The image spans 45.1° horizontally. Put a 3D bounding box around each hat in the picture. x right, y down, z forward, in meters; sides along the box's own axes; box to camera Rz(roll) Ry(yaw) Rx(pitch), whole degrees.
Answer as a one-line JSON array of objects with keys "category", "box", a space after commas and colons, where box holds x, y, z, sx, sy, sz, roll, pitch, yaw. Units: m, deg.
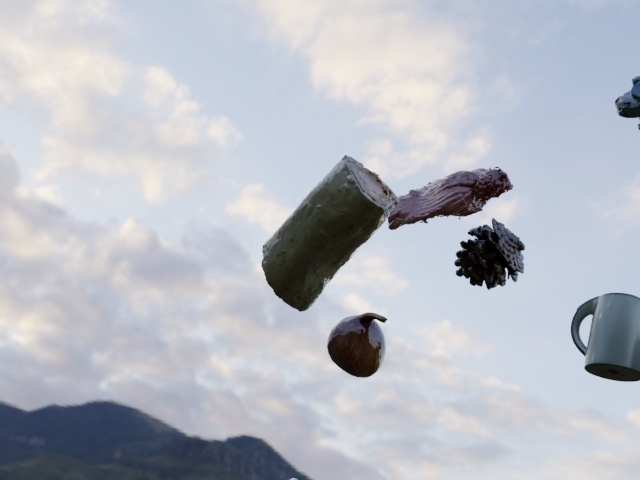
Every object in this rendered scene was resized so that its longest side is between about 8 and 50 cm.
[{"category": "hat", "box": [0.308, -0.098, 1.732, 0.286, 0.237, 0.107, -13, -66, 46]}]

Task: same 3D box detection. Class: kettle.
[{"category": "kettle", "box": [0.841, 0.273, 2.250, 0.221, 0.236, 0.161, -1, -25, 38]}]

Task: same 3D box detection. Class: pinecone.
[{"category": "pinecone", "box": [0.386, 0.039, 1.762, 0.174, 0.173, 0.173, 8, -30, 5]}]

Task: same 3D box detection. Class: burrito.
[{"category": "burrito", "box": [0.003, 0.001, 1.318, 0.143, 0.105, 0.299, 21, -54, -30]}]

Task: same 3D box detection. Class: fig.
[{"category": "fig", "box": [0.111, 0.264, 2.130, 0.175, 0.175, 0.207, 11, -69, -1]}]

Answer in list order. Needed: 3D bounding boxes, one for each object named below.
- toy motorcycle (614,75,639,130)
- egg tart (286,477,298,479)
[{"category": "toy motorcycle", "box": [0.654, -0.265, 1.328, 0.260, 0.206, 0.154, -26, -68, -6]}, {"category": "egg tart", "box": [-0.039, 0.682, 1.716, 0.115, 0.290, 0.290, -4, -32, 12]}]
